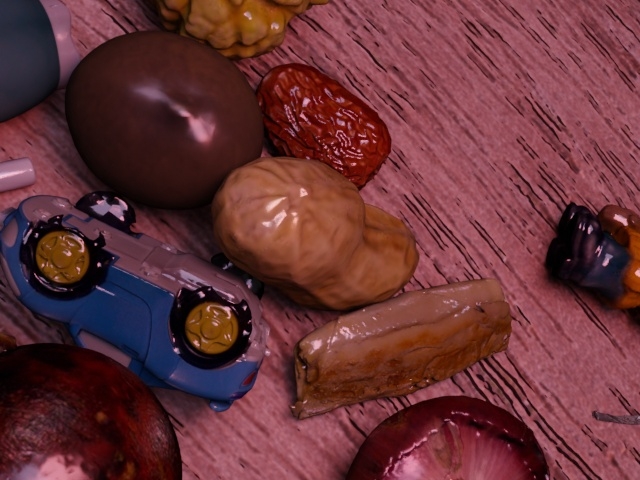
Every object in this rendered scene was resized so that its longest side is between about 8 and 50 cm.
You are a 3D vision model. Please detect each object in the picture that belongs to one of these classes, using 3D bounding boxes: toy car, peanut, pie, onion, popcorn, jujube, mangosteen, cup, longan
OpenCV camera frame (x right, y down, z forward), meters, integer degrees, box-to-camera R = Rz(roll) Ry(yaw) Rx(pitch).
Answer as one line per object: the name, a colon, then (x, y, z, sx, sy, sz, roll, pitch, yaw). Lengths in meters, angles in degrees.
toy car: (-0.198, 0.066, 1.097, 0.314, 0.198, 0.166, 26, 100, -5)
peanut: (0.000, 0.000, 1.136, 0.147, 0.305, 0.147, -12, 64, 26)
pie: (0.088, 0.121, 1.197, 0.282, 0.129, 0.068, -17, 36, -22)
onion: (0.131, 0.284, 1.126, 0.248, 0.161, 0.248, 1, 80, -8)
popcorn: (-0.102, -0.341, 1.214, 0.257, 0.224, 0.270, 37, 48, -3)
jujube: (-0.001, -0.135, 1.249, 0.176, 0.109, 0.112, 39, 31, 7)
mangosteen: (-0.274, 0.223, 0.960, 0.311, 0.311, 0.311, 5, 72, -15)
cup: (-0.360, -0.202, 1.136, 0.173, 0.167, 0.300, -19, 106, -29)
longan: (-0.166, -0.129, 1.145, 0.220, 0.196, 0.197, 20, 69, 3)

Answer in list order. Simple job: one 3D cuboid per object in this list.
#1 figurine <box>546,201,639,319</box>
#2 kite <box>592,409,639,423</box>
figurine: (0.445, 0.067, 1.293, 0.332, 0.185, 0.205, 4, 105, 3)
kite: (0.408, 0.223, 1.306, 0.156, 0.011, 0.139, 8, 69, -15)
